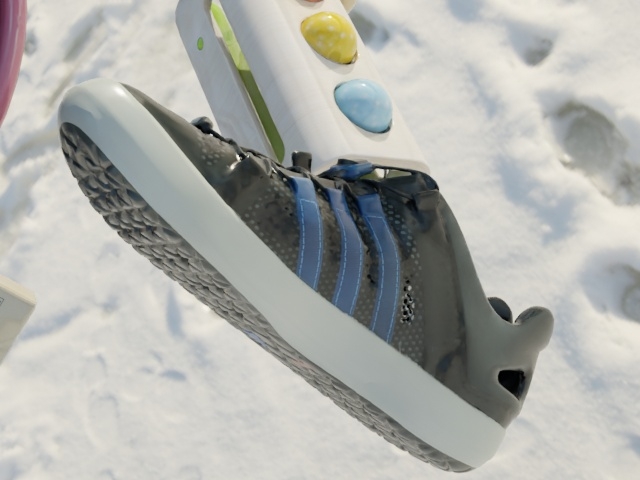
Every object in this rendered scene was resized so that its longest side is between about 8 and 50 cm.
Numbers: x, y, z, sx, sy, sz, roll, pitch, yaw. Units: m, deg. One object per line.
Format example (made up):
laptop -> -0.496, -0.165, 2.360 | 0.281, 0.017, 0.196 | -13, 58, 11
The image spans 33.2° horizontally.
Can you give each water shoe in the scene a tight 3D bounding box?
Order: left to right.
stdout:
water shoe -> 0.000, 0.000, 0.377 | 0.080, 0.203, 0.073 | -55, 28, -15

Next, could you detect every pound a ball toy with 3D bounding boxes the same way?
pound a ball toy -> 0.008, -0.164, 0.992 | 0.136, 0.208, 0.319 | -50, 51, 39

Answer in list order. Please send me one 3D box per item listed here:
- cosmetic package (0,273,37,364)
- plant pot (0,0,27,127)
cosmetic package -> -0.214, 0.028, 0.565 | 0.060, 0.115, 0.041 | -58, 18, -2
plant pot -> -0.221, -0.074, 0.378 | 0.201, 0.201, 0.180 | -61, 24, -14
